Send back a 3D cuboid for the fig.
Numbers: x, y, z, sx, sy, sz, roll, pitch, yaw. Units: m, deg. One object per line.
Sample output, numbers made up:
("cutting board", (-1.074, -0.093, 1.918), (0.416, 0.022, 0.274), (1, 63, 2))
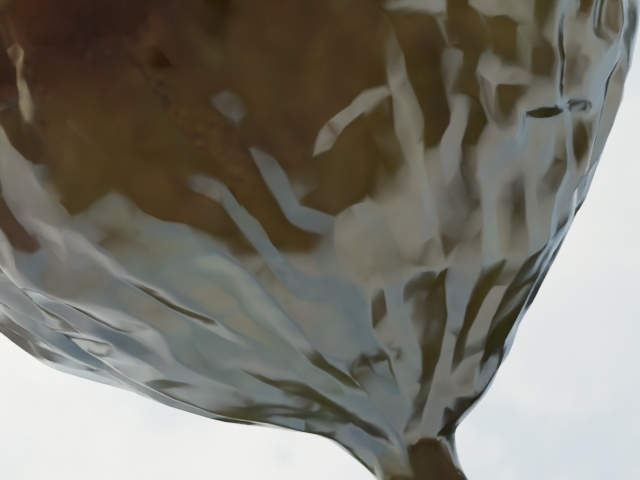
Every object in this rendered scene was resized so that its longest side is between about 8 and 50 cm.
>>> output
("fig", (0.000, 0.000, 0.643), (0.286, 0.286, 0.369), (-21, -89, -8))
